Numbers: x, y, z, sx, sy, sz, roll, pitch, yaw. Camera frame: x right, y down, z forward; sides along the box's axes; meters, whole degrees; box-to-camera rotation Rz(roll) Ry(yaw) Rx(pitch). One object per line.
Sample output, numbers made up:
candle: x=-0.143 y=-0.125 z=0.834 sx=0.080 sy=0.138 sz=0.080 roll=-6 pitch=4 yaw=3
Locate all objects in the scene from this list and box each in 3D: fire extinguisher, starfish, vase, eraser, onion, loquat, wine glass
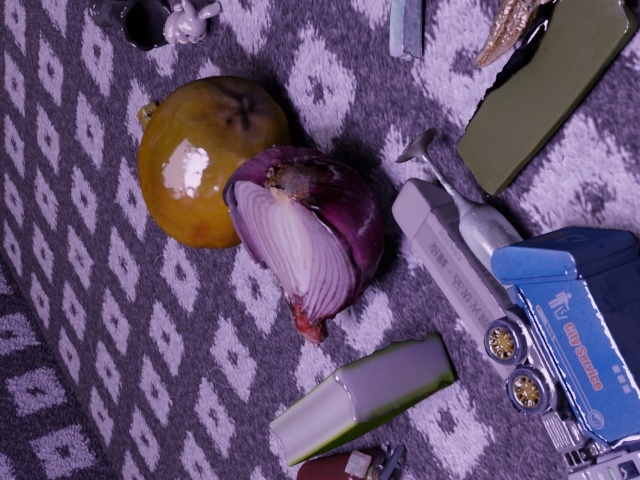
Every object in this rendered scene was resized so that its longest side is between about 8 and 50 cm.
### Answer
fire extinguisher: x=0.056 y=0.414 z=1.663 sx=0.269 sy=0.105 sz=0.105 roll=-33 pitch=77 yaw=58
starfish: x=0.218 y=-0.306 z=1.047 sx=0.247 sy=0.050 sz=0.138 roll=-48 pitch=47 yaw=52
vase: x=-0.397 y=-0.458 z=1.920 sx=0.237 sy=0.115 sz=0.115 roll=30 pitch=129 yaw=51
eraser: x=0.063 y=0.247 z=1.455 sx=0.092 sy=0.210 sz=0.274 roll=63 pitch=145 yaw=16
onion: x=0.000 y=0.000 z=1.480 sx=0.267 sy=0.159 sz=0.348 roll=32 pitch=147 yaw=31
loquat: x=-0.180 y=-0.131 z=1.600 sx=0.276 sy=0.276 sz=0.284 roll=56 pitch=142 yaw=25
wine glass: x=0.200 y=-0.030 z=1.224 sx=0.262 sy=0.074 sz=0.074 roll=53 pitch=144 yaw=18
eraser: x=0.215 y=0.064 z=1.259 sx=0.352 sy=0.061 sz=0.089 roll=57 pitch=146 yaw=24

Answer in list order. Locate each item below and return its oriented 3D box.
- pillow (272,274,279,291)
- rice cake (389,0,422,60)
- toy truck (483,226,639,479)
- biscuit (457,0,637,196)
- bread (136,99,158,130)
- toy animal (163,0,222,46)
pillow: x=-0.030 y=0.032 z=1.647 sx=0.130 sy=0.038 sz=0.232 roll=53 pitch=141 yaw=31
rice cake: x=0.115 y=-0.339 z=1.236 sx=0.043 sy=0.034 sz=0.211 roll=43 pitch=140 yaw=52
toy truck: x=0.320 y=0.158 z=1.065 sx=0.175 sy=0.146 sz=0.367 roll=-39 pitch=72 yaw=53
biscuit: x=0.254 y=-0.176 z=1.099 sx=0.099 sy=0.038 sz=0.322 roll=56 pitch=145 yaw=19
bread: x=-0.335 y=-0.178 z=2.007 sx=0.226 sy=0.049 sz=0.088 roll=65 pitch=148 yaw=13
toy animal: x=-0.237 y=-0.395 z=1.726 sx=0.124 sy=0.071 sz=0.085 roll=20 pitch=103 yaw=62
